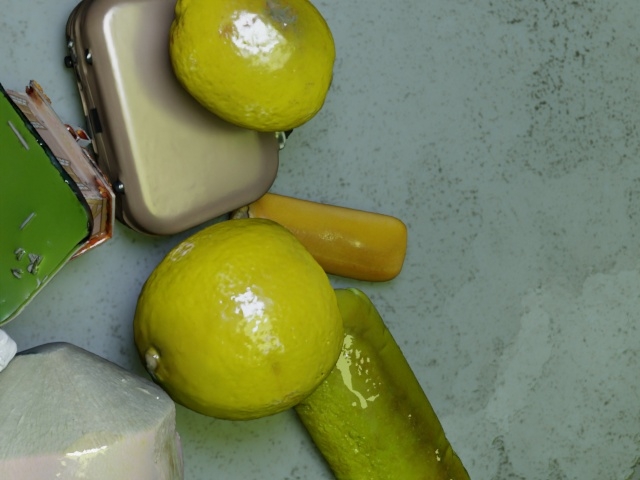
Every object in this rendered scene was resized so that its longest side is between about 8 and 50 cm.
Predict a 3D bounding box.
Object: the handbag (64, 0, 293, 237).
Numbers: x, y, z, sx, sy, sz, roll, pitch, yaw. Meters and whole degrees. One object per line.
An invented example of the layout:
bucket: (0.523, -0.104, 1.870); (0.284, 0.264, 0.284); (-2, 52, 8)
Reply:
handbag: (-0.150, -0.173, 1.750); (0.283, 0.149, 0.302); (-17, 98, -20)

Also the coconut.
coconut: (-0.297, 0.269, 1.630); (0.297, 0.297, 0.310); (-6, 100, -23)

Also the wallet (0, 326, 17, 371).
wallet: (-0.412, 0.116, 1.632); (0.095, 0.190, 0.033); (-48, 128, -15)

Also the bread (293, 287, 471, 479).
bread: (0.076, 0.244, 1.891); (0.166, 0.112, 0.384); (-35, 106, -19)

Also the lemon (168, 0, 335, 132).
lemon: (-0.078, -0.213, 1.615); (0.207, 0.170, 0.170); (29, 82, -16)

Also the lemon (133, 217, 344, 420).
lemon: (-0.108, 0.104, 1.703); (0.219, 0.240, 0.240); (-29, 104, -24)

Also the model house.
model house: (-0.350, -0.054, 1.649); (0.207, 0.294, 0.154); (-46, 157, 19)

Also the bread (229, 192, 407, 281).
bread: (0.000, 0.000, 1.859); (0.239, 0.074, 0.093); (10, 118, -23)
